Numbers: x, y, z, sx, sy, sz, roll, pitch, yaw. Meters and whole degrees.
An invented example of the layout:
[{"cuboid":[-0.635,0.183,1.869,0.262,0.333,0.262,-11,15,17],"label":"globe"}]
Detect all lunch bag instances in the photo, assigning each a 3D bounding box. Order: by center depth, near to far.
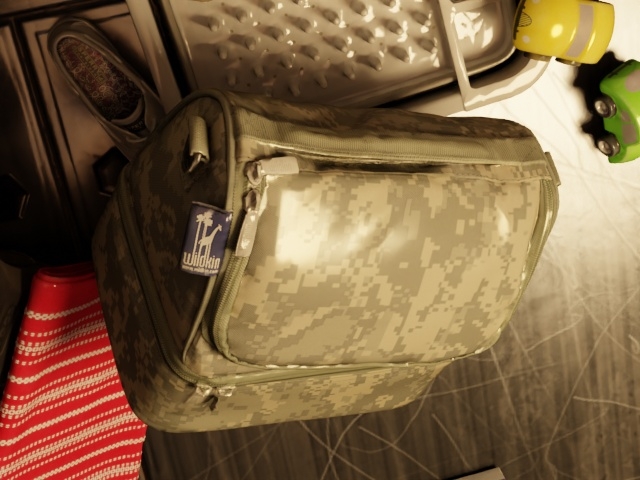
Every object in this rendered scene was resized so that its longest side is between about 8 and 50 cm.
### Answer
[{"cuboid":[0.000,0.000,0.802,0.305,0.212,0.256,1,146,-31],"label":"lunch bag"}]

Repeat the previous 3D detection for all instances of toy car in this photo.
[{"cuboid":[0.274,-0.159,0.921,0.239,0.053,0.225,-36,130,-22],"label":"toy car"}]

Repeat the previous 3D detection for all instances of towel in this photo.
[{"cuboid":[-0.202,0.133,0.932,0.031,0.199,0.274,28,111,26],"label":"towel"}]

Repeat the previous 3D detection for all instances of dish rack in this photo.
[{"cuboid":[0.009,-0.223,0.874,0.333,0.072,0.285,-18,114,-2],"label":"dish rack"}]

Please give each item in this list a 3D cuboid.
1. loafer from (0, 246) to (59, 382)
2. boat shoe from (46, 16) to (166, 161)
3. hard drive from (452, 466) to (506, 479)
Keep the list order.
[{"cuboid":[-0.308,0.047,0.797,0.130,0.366,0.133,21,84,10],"label":"loafer"},{"cuboid":[-0.159,-0.109,0.896,0.066,0.063,0.184,-33,112,4],"label":"boat shoe"},{"cuboid":[0.061,0.379,1.135,0.319,0.040,0.210,-16,113,-3],"label":"hard drive"}]
